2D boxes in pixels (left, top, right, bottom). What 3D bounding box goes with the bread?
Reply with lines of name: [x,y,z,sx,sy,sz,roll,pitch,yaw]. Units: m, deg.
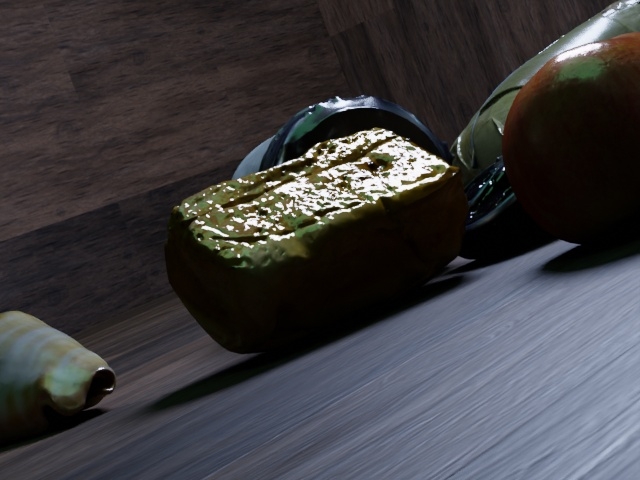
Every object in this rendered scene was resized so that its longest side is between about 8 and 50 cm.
bread: [0.000,0.000,1.476,0.294,0.167,0.132,-26,-39,-29]

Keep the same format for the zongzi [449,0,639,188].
zongzi: [0.319,-0.168,2.000,0.356,0.174,0.393,-41,4,-21]

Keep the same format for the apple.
apple: [0.260,-0.097,1.345,0.209,0.164,0.209,-29,-9,-5]

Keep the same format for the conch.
conch: [-0.307,0.133,1.571,0.158,0.127,0.255,-22,3,-44]

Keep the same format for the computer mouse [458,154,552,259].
computer mouse: [0.232,-0.054,1.595,0.233,0.096,0.137,-20,3,-27]

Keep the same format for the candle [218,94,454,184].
candle: [0.012,-0.042,1.764,0.221,0.221,0.342,-21,1,-16]
